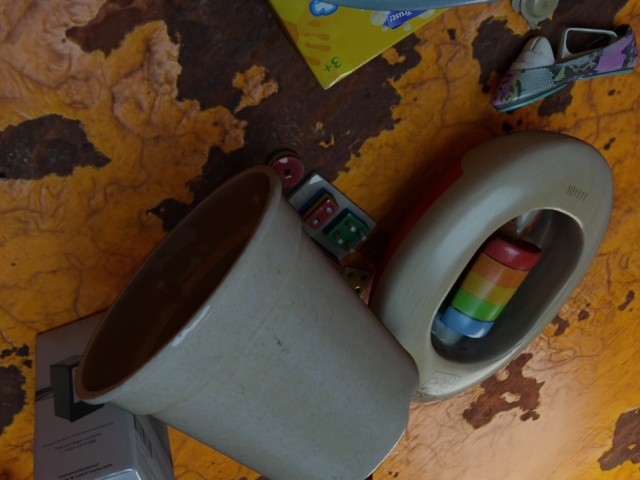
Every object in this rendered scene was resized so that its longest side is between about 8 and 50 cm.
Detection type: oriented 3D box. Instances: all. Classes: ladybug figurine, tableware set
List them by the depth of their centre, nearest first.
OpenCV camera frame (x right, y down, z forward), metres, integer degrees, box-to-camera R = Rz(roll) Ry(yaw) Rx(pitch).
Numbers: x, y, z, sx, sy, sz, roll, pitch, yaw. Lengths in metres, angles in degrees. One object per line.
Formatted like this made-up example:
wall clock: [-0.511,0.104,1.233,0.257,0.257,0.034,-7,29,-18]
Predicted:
tableware set: [0.278,-0.344,1.094,0.169,0.020,0.141,-46,128,12]
ladybug figurine: [0.209,0.033,1.229,0.305,0.162,0.449,18,115,-37]

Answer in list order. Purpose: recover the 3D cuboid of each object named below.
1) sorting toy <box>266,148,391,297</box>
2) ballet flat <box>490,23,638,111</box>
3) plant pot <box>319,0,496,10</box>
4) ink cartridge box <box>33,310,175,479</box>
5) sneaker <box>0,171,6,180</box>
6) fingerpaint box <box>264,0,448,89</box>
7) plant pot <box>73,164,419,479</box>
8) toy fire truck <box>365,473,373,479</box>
sorting toy: [0.000,0.000,1.212,0.132,0.046,0.274,-43,127,12]
ballet flat: [0.313,-0.233,1.158,0.221,0.077,0.079,-19,109,-13]
plant pot: [0.050,-0.321,0.690,0.252,0.248,0.247,-13,128,11]
ink cartridge box: [-0.271,0.264,1.143,0.121,0.289,0.211,-19,127,-4]
sneaker: [-0.425,-0.091,0.966,0.153,0.094,0.235,-8,125,-17]
fingerpaint box: [0.085,-0.430,0.873,0.444,0.163,0.371,-32,128,3]
plant pot: [-0.062,0.135,1.055,0.334,0.334,0.305,-43,110,12]
toy fire truck: [0.025,0.303,1.338,0.246,0.217,0.158,-7,154,-22]
